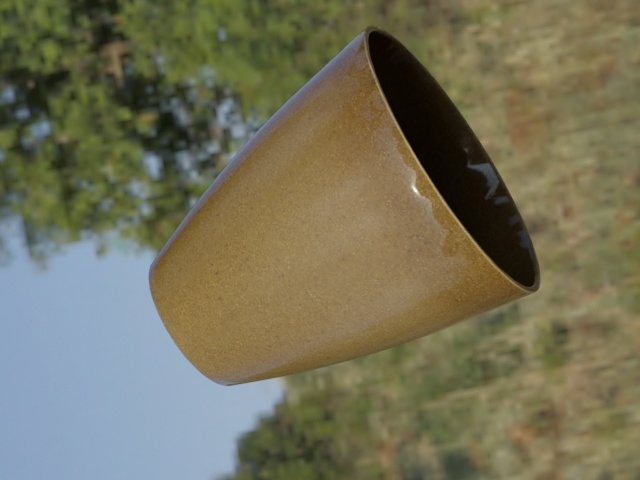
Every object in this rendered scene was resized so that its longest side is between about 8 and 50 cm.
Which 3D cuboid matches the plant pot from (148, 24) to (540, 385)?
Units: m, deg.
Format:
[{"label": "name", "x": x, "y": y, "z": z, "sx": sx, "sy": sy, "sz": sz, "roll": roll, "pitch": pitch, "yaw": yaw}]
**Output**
[{"label": "plant pot", "x": 0.000, "y": 0.000, "z": 1.361, "sx": 0.237, "sy": 0.254, "sz": 0.237, "roll": 51, "pitch": -163, "yaw": -23}]
